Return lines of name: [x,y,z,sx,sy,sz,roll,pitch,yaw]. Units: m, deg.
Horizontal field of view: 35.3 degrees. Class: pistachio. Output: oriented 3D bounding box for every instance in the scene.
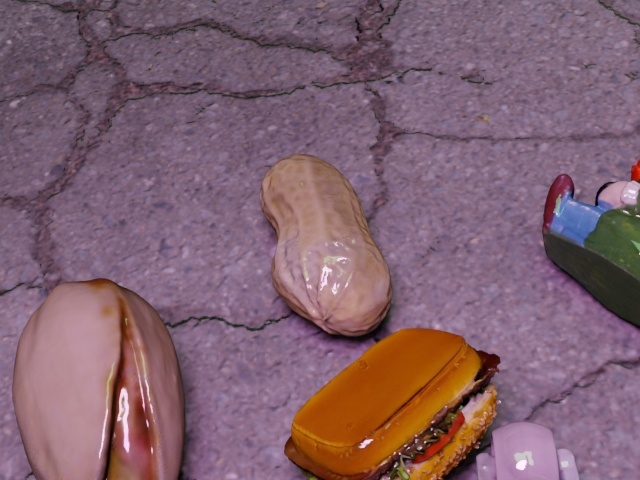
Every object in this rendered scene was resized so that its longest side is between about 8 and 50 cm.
pistachio: [-0.171,0.125,0.793,0.144,0.144,0.215,-18,54,-7]

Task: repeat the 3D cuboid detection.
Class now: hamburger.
hamburger: [0.058,0.137,0.769,0.166,0.087,0.137,-36,23,-21]

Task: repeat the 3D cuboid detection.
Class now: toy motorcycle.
toy motorcycle: [0.148,0.227,0.670,0.113,0.112,0.254,-4,48,6]

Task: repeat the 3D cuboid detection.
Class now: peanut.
peanut: [0.000,0.000,0.909,0.099,0.090,0.214,-35,44,18]

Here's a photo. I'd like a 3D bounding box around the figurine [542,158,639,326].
figurine: [0.321,-0.034,0.872,0.234,0.127,0.185,-43,47,-13]
